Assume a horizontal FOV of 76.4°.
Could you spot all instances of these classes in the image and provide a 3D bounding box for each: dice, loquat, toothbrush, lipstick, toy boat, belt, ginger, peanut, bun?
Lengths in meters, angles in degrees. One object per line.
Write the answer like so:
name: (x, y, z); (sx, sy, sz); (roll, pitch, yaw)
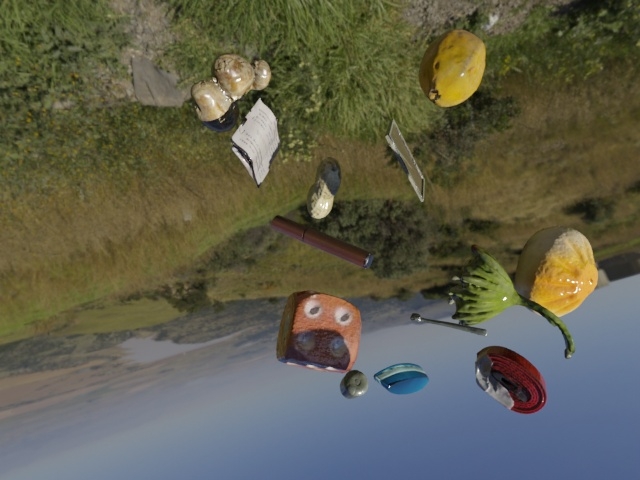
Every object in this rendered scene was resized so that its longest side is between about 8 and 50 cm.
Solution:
dice: (-0.006, 0.231, 1.020); (0.180, 0.173, 0.175); (13, 156, -10)
loquat: (0.378, -0.495, 1.168); (0.234, 0.176, 0.187); (-59, 161, -11)
toothbrush: (0.507, 0.333, 1.611); (0.298, 0.030, 0.030); (10, 144, 16)
lipstick: (0.000, 0.000, 1.294); (0.357, 0.057, 0.057); (23, -179, 23)
toy boat: (0.275, 0.471, 1.374); (0.299, 0.062, 0.096); (20, 110, -47)
belt: (0.527, 0.387, 1.135); (0.128, 0.201, 0.124); (-60, 159, 15)
ginger: (-0.313, -0.520, 1.398); (0.304, 0.155, 0.245); (-42, 156, 13)
peanut: (0.015, -0.229, 1.769); (0.120, 0.136, 0.298); (-14, 141, -34)
bun: (0.756, 0.106, 1.261); (0.299, 0.298, 0.165); (-8, -162, -31)

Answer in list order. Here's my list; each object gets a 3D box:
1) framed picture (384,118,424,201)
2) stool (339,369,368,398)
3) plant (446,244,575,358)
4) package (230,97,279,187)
framed picture: (0.384, -0.360, 1.808); (0.022, 0.335, 0.247); (-24, -158, 26)
stool: (0.123, 0.550, 1.544); (0.096, 0.096, 0.110); (-11, 150, -24)
plant: (0.523, 0.147, 1.117); (0.334, 0.250, 0.180); (9, -149, 20)
package: (-0.209, -0.332, 1.422); (0.062, 0.203, 0.250); (16, 155, 24)
